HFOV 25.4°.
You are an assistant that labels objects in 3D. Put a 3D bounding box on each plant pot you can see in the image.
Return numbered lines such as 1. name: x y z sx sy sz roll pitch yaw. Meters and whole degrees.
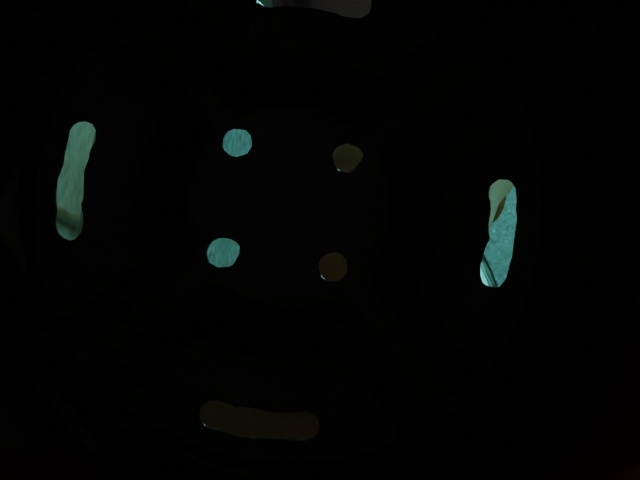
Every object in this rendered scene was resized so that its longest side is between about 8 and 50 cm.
1. plant pot: -0.012 -0.019 0.393 0.265 0.272 0.272 100 0 -86

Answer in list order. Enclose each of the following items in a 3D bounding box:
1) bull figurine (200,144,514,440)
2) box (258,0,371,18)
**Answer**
1. bull figurine: 0.000 0.000 0.645 0.101 0.188 0.310 90 12 -47
2. box: 0.068 -0.141 0.805 0.148 0.232 0.127 85 17 -58
